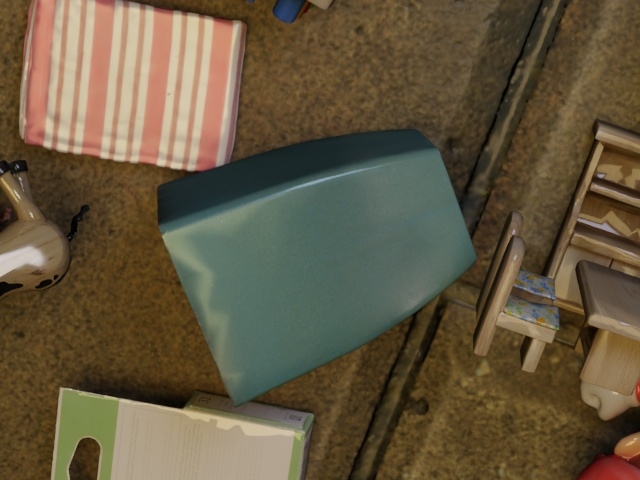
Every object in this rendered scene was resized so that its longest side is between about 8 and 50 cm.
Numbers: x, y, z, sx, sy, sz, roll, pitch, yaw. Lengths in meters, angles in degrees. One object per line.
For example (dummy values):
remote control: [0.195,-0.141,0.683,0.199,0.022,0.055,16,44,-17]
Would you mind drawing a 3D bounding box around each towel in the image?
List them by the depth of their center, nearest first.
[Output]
towel: [-0.167,-0.141,1.230,0.197,0.029,0.144,10,107,2]

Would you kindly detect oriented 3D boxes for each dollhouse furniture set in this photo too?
dollhouse furniture set: [0.250,0.016,1.107,0.212,0.242,0.161,19,107,1]

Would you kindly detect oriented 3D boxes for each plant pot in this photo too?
plant pot: [0.000,0.000,1.176,0.234,0.165,0.166,-22,106,-1]

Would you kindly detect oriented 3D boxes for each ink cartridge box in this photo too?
ink cartridge box: [-0.135,0.228,1.315,0.235,0.056,0.171,11,106,8]

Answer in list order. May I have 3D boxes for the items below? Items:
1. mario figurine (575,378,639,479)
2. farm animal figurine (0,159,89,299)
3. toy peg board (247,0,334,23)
mario figurine: [0.358,0.170,1.221,0.320,0.198,0.170,-34,140,8]
farm animal figurine: [-0.391,0.078,1.175,0.330,0.327,0.172,-24,89,31]
toy peg board: [-0.055,-0.235,1.127,0.161,0.160,0.079,31,123,-2]
